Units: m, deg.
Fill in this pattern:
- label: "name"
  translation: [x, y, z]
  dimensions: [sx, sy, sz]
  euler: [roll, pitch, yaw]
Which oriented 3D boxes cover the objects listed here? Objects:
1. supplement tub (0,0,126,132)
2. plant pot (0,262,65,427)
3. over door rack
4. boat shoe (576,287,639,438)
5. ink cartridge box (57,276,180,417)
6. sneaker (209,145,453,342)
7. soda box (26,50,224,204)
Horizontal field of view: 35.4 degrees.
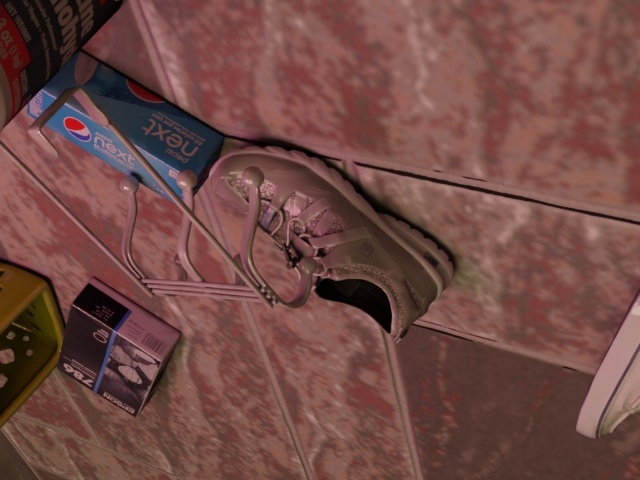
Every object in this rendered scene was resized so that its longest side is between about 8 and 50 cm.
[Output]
- label: "supplement tub"
  translation: [-0.273, -0.227, 0.840]
  dimensions: [0.191, 0.272, 0.191]
  euler: [22, 146, 16]
- label: "plant pot"
  translation: [-0.573, 0.155, 1.633]
  dimensions: [0.207, 0.227, 0.228]
  euler: [29, 147, 16]
- label: "over door rack"
  translation: [-0.180, -0.047, 0.976]
  dimensions: [0.239, 0.108, 0.324]
  euler: [0, 149, 48]
- label: "boat shoe"
  translation: [0.316, 0.128, 0.974]
  dimensions: [0.084, 0.095, 0.258]
  euler: [26, 148, 17]
- label: "ink cartridge box"
  translation: [-0.335, 0.192, 1.623]
  dimensions: [0.165, 0.065, 0.333]
  euler: [32, 148, 1]
- label: "sneaker"
  translation: [0.000, 0.000, 1.049]
  dimensions: [0.281, 0.115, 0.105]
  euler: [29, 147, 5]
- label: "soda box"
  translation: [-0.216, -0.127, 1.104]
  dimensions: [0.210, 0.071, 0.067]
  euler: [31, 148, 2]
